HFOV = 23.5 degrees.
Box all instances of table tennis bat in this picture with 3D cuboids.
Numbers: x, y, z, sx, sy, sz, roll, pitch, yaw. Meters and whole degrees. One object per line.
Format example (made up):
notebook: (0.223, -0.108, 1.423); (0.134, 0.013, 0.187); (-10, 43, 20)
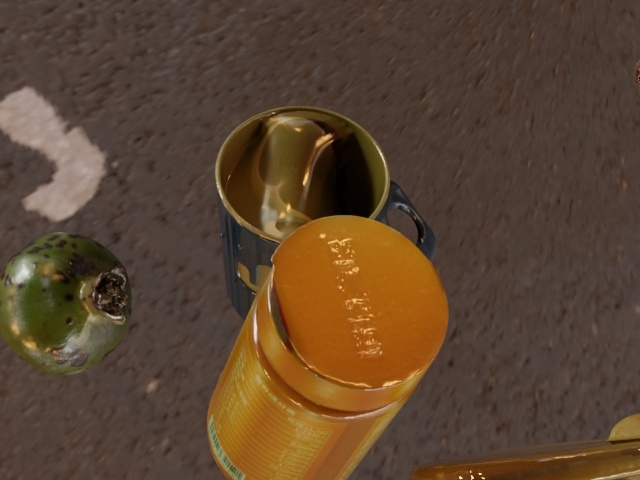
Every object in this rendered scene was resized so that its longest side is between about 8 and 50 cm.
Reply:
table tennis bat: (0.182, 0.126, 0.924); (0.198, 0.321, 0.050); (-14, 80, 31)

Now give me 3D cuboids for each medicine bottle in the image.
medicine bottle: (-0.002, 0.072, 0.828); (0.096, 0.192, 0.096); (6, 62, -10)

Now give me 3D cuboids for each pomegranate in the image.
pomegranate: (-0.205, 0.051, 1.291); (0.161, 0.122, 0.122); (-7, 104, 48)

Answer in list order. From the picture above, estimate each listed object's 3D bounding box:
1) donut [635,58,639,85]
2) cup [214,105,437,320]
donut: (0.395, -0.147, 1.536); (0.186, 0.126, 0.144); (34, 85, 3)
cup: (0.000, 0.000, 1.201); (0.176, 0.131, 0.155); (23, 147, 8)
